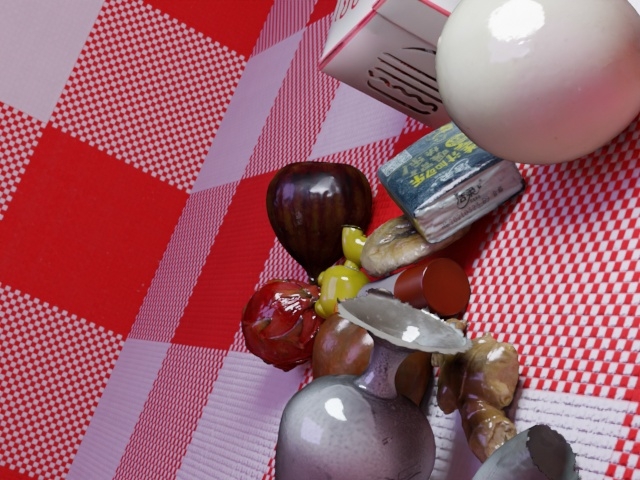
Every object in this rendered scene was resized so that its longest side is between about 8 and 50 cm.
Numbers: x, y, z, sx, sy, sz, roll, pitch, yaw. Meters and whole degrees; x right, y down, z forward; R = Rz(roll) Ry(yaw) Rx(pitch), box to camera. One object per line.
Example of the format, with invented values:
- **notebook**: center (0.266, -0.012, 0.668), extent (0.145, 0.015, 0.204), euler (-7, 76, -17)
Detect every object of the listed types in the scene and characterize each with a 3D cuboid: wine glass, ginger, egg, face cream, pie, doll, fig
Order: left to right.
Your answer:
- **fig**: center (0.000, 0.000, 2.369), extent (0.217, 0.217, 0.321), euler (-158, 66, -70)
- **doll**: center (0.061, 0.085, 2.156), extent (0.143, 0.135, 0.221), euler (61, -135, -75)
- **wine glass**: center (0.063, 0.247, 1.633), extent (0.238, 0.238, 0.323), euler (-123, 47, -67)
- **face cream**: center (0.149, 0.095, 1.933), extent (0.214, 0.096, 0.096), euler (-25, 43, 59)
- **pie**: center (0.167, -0.007, 1.982), extent (0.218, 0.052, 0.185), euler (-33, 22, -2)
- **ginger**: center (0.216, 0.192, 1.683), extent (0.334, 0.081, 0.148), euler (-125, 48, -69)
- **wine glass**: center (0.186, 0.400, 1.439), extent (0.309, 0.096, 0.264), euler (-47, 20, 37)
- **egg**: center (0.318, -0.247, 1.668), extent (0.283, 0.283, 0.345), euler (-65, 25, -4)

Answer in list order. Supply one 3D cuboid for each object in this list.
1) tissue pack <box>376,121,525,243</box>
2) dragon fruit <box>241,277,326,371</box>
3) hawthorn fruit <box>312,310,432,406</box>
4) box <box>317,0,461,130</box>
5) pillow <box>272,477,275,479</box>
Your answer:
- **tissue pack**: center (0.208, -0.106, 1.954), extent (0.185, 0.081, 0.257), euler (-33, 23, 1)
- **dragon fruit**: center (-0.068, 0.159, 2.292), extent (0.172, 0.172, 0.209), euler (-88, 23, -49)
- **hawthorn fruit**: center (0.073, 0.230, 1.853), extent (0.199, 0.199, 0.251), euler (-151, 71, -70)
- **box**: center (0.215, -0.418, 2.090), extent (0.300, 0.314, 0.312), euler (-37, 33, 56)
- **pillow**: center (-0.056, 0.455, 2.025), extent (0.179, 0.075, 0.171), euler (-67, 19, -13)
